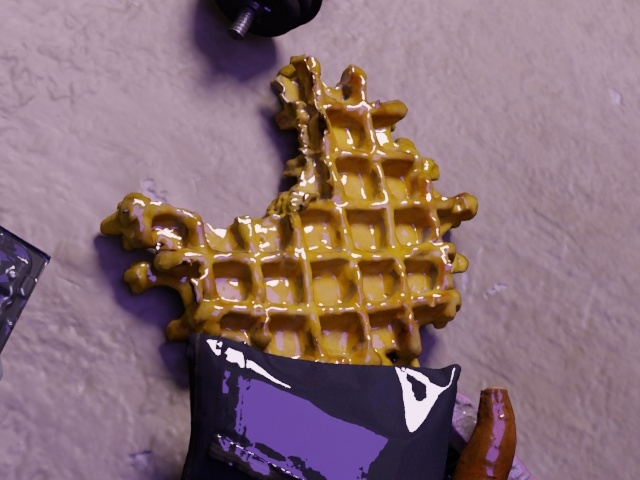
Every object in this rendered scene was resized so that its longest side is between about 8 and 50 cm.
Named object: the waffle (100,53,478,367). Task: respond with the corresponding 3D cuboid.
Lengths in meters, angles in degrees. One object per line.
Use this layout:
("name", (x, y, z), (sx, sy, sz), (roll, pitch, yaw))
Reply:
("waffle", (0.000, 0.000, 1.211), (0.260, 0.069, 0.293), (45, 59, -5))

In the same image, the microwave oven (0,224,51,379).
("microwave oven", (-0.289, 0.071, 0.989), (0.162, 0.122, 0.208), (34, 59, -21))

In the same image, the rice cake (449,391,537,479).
("rice cake", (0.156, 0.198, 1.196), (0.036, 0.047, 0.206), (-40, 89, -28))

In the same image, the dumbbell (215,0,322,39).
("dumbbell", (-0.026, -0.241, 1.267), (0.099, 0.099, 0.208), (35, 59, -12))

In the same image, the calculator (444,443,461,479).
("calculator", (0.129, 0.296, 1.190), (0.166, 0.028, 0.274), (-23, 84, -32))

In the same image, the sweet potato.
("sweet potato", (0.113, 0.239, 1.143), (0.057, 0.057, 0.264), (5, 84, -26))

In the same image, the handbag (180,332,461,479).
("handbag", (-0.011, 0.200, 1.106), (0.211, 0.089, 0.254), (10, 83, -17))
